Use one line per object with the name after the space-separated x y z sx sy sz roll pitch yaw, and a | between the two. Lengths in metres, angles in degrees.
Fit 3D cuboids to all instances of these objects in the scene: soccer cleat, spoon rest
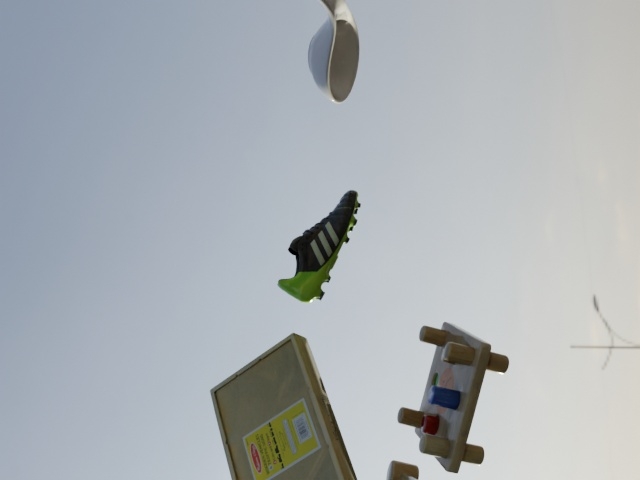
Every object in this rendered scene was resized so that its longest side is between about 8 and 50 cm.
0.000 0.000 1.020 0.060 0.072 0.179 112 -177 -73 | soccer cleat
0.009 -0.311 1.095 0.276 0.084 0.137 46 -121 -58 | spoon rest

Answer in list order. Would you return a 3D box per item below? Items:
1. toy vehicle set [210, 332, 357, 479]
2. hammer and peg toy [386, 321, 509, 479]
-0.052 0.280 0.999 0.035 0.166 0.267 33 -152 -49 | toy vehicle set
0.249 0.357 1.473 0.266 0.127 0.362 -163 87 -82 | hammer and peg toy
